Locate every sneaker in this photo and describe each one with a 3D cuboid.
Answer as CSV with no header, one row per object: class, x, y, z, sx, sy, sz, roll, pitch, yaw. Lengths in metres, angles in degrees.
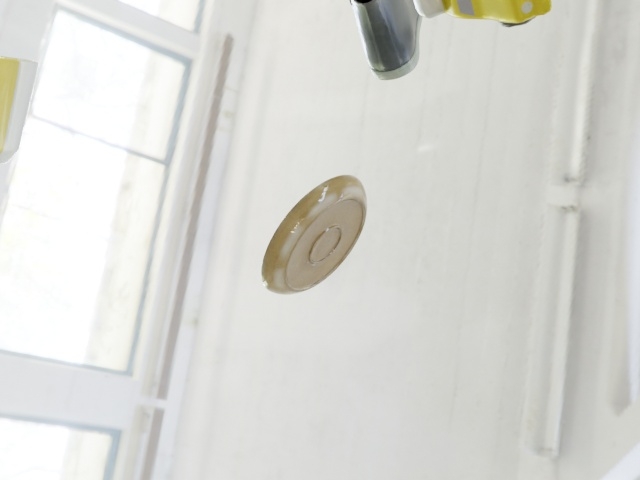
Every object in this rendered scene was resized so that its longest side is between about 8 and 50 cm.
sneaker,0.078,-0.312,1.057,0.083,0.118,0.222,-14,-135,11

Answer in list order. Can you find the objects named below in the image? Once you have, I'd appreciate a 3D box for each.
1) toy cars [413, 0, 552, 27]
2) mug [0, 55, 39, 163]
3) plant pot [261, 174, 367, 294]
toy cars,0.073,-0.330,0.783,0.393,0.087,0.176,62,-6,18
mug,-0.209,-0.080,0.503,0.062,0.078,0.064,15,-78,40
plant pot,0.000,0.000,1.389,0.032,0.236,0.236,40,-69,26
